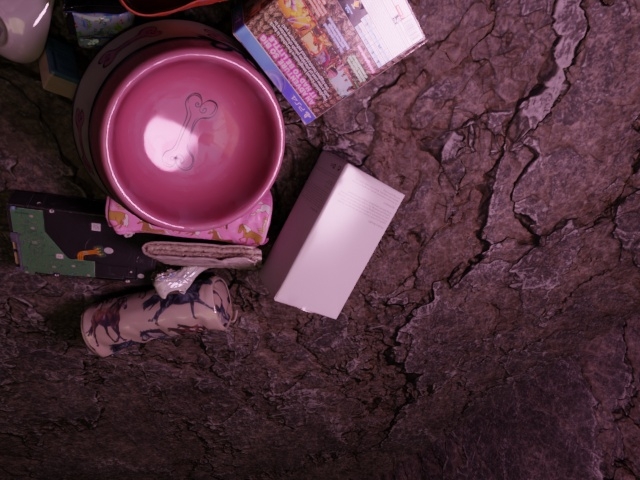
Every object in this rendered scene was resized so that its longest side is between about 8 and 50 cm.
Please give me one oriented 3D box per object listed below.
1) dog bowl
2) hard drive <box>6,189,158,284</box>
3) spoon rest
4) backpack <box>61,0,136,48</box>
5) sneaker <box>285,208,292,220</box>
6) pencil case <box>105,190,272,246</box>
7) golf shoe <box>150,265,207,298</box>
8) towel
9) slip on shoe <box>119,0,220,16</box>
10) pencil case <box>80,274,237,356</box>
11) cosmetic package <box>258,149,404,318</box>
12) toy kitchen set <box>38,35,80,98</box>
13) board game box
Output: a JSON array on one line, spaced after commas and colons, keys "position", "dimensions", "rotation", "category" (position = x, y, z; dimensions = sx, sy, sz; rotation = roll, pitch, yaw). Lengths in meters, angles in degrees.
[{"position": [-0.247, -0.197, 0.907], "dimensions": [0.407, 0.150, 0.409], "rotation": [-14, 122, -23], "category": "dog bowl"}, {"position": [-0.595, 0.001, 1.213], "dimensions": [0.338, 0.064, 0.237], "rotation": [6, 130, -18], "category": "hard drive"}, {"position": [-0.513, -0.419, 0.815], "dimensions": [0.276, 0.084, 0.137], "rotation": [-27, 110, 37], "category": "spoon rest"}, {"position": [-0.396, -0.404, 0.858], "dimensions": [0.114, 0.105, 0.084], "rotation": [-7, 142, -16], "category": "backpack"}, {"position": [0.000, 0.000, 1.328], "dimensions": [0.144, 0.090, 0.270], "rotation": [-21, 129, -5], "category": "sneaker"}, {"position": [-0.303, -0.081, 1.136], "dimensions": [0.385, 0.160, 0.167], "rotation": [6, 136, -18], "category": "pencil case"}, {"position": [-0.376, 0.102, 1.309], "dimensions": [0.176, 0.069, 0.086], "rotation": [-20, 106, -30], "category": "golf shoe"}, {"position": [-0.286, 0.042, 1.198], "dimensions": [0.281, 0.049, 0.187], "rotation": [3, 170, -5], "category": "towel"}, {"position": [-0.184, -0.444, 0.768], "dimensions": [0.330, 0.101, 0.123], "rotation": [-14, 127, 9], "category": "slip on shoe"}, {"position": [-0.460, 0.221, 1.379], "dimensions": [0.409, 0.160, 0.184], "rotation": [-12, 143, 0], "category": "pencil case"}, {"position": [0.022, -0.010, 1.183], "dimensions": [0.196, 0.155, 0.366], "rotation": [25, 100, -31], "category": "cosmetic package"}, {"position": [-0.404, -0.354, 0.917], "dimensions": [0.207, 0.122, 0.166], "rotation": [12, 131, -48], "category": "toy kitchen set"}, {"position": [0.015, -0.415, 0.907], "dimensions": [0.290, 0.141, 0.232], "rotation": [-31, 131, 16], "category": "board game box"}]
